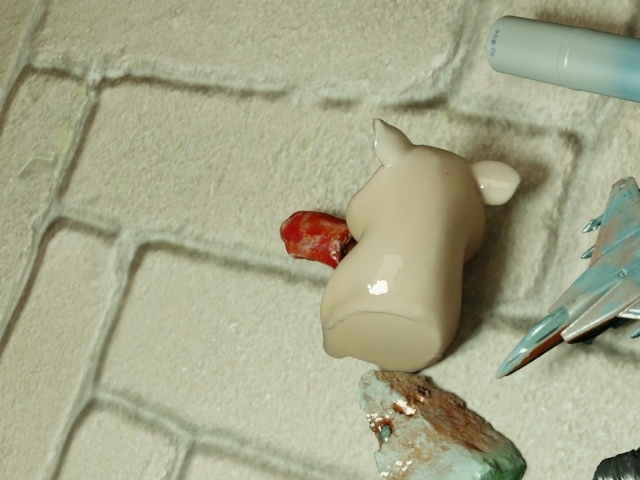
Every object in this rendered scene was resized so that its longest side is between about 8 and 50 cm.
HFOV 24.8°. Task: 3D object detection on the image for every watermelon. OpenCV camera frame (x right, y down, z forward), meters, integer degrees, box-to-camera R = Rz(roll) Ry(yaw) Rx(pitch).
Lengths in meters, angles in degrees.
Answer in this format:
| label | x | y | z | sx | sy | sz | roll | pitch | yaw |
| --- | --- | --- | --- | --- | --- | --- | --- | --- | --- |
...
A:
| label | x | y | z | sx | sy | sz | roll | pitch | yaw |
| --- | --- | --- | --- | --- | --- | --- | --- | --- | --- |
| watermelon | 0.125 | 0.240 | 1.735 | 0.154 | 0.094 | 0.241 | -44 | 45 | 7 |

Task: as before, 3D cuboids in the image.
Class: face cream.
| label | x | y | z | sx | sy | sz | roll | pitch | yaw |
| --- | --- | --- | --- | --- | --- | --- | --- | --- | --- |
| face cream | 0.318 | -0.220 | 1.768 | 0.250 | 0.077 | 0.077 | 21 | 86 | 45 |

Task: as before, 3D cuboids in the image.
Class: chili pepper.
| label | x | y | z | sx | sy | sz | roll | pitch | yaw |
| --- | --- | --- | --- | --- | --- | --- | --- | --- | --- |
| chili pepper | 0.000 | 0.000 | 1.955 | 0.123 | 0.070 | 0.073 | 15 | 98 | 42 |

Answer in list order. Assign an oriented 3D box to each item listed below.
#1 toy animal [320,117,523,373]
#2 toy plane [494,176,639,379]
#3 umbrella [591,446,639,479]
| label | x | y | z | sx | sy | sz | roll | pitch | yaw |
| --- | --- | --- | --- | --- | --- | --- | --- | --- | --- |
| toy animal | 0.111 | 0.019 | 1.781 | 0.213 | 0.195 | 0.256 | 126 | 158 | -68 |
| toy plane | 0.327 | 0.060 | 1.620 | 0.326 | 0.104 | 0.223 | -45 | 47 | 22 |
| umbrella | 0.429 | 0.240 | 1.456 | 0.326 | 0.090 | 0.094 | -9 | 43 | 38 |
